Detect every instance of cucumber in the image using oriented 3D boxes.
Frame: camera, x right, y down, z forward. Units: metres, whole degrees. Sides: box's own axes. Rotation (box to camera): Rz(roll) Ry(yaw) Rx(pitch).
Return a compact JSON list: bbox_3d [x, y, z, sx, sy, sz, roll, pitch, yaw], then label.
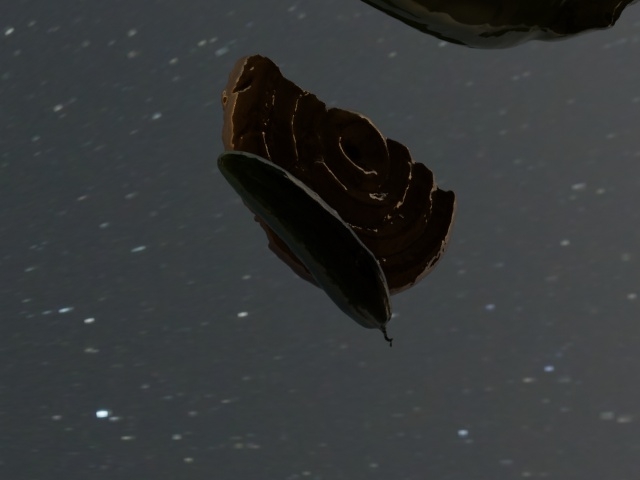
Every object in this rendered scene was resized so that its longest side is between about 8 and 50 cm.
[{"bbox_3d":[0.000,0.000,1.099,0.168,0.039,0.039,47,-114,-21],"label":"cucumber"}]

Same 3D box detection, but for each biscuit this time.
[{"bbox_3d":[0.012,-0.034,1.343,0.224,0.033,0.144,36,-126,-25],"label":"biscuit"}]

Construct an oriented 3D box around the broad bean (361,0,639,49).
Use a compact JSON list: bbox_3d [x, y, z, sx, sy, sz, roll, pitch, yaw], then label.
[{"bbox_3d":[0.074,-0.222,1.062,0.291,0.119,0.238,19,-122,-30],"label":"broad bean"}]
